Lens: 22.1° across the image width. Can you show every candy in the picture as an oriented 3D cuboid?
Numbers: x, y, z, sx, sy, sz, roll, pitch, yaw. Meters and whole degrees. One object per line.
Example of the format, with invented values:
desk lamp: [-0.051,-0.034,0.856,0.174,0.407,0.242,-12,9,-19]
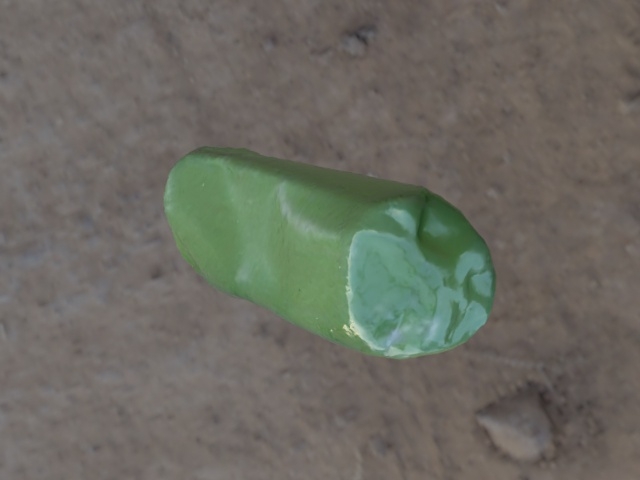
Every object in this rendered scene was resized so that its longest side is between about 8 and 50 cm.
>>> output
candy: [0.000,0.000,1.304,0.142,0.343,0.131,-15,108,-28]
